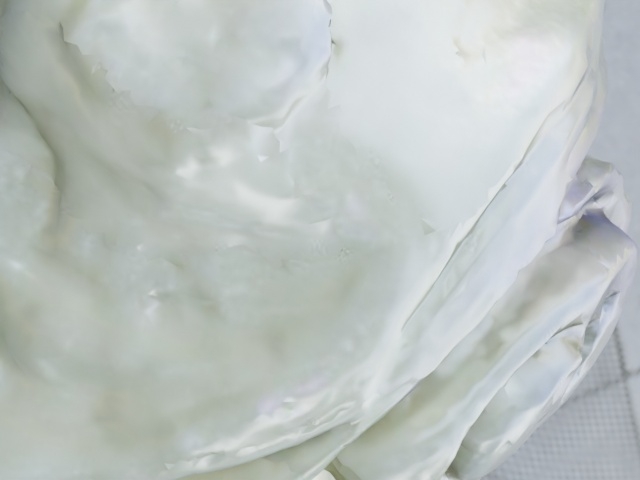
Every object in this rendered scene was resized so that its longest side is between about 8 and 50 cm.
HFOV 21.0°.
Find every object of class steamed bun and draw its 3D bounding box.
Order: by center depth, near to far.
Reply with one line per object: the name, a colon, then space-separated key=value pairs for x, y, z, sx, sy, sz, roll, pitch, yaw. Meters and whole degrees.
steamed bun: x=0.000 y=0.000 z=0.672 sx=0.394 sy=0.237 sz=0.346 roll=96 pitch=14 yaw=-61
